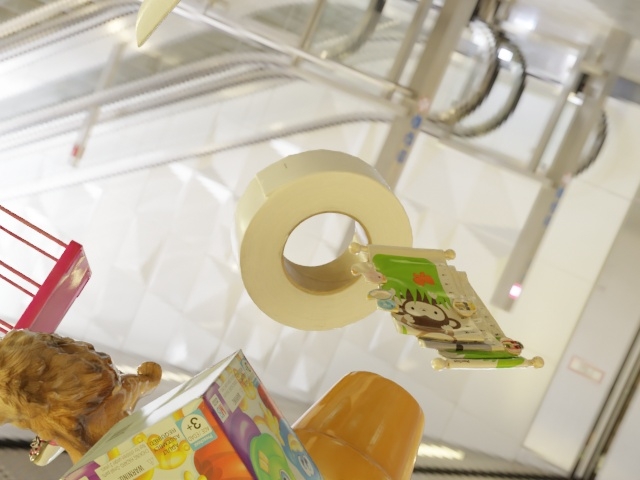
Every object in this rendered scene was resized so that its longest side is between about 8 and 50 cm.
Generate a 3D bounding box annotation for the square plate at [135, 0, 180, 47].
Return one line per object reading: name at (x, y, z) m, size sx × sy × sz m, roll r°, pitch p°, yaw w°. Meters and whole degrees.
square plate at (-0.126, -0.471, 1.468) m, size 0.049 × 0.344 × 0.347 m, roll 35°, pitch -134°, yaw -16°

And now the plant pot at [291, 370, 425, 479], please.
plant pot at (0.038, 0.277, 1.347) m, size 0.205 × 0.188 × 0.205 m, roll 22°, pitch 142°, yaw 18°

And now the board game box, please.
board game box at (-0.062, 0.254, 0.866) m, size 0.275 × 0.142 × 0.144 m, roll 58°, pitch -168°, yaw -4°

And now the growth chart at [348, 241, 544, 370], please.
growth chart at (0.140, 0.078, 1.264) m, size 0.171 × 0.021 × 0.237 m, roll -1°, pitch -141°, yaw -29°

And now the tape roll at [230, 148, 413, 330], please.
tape roll at (0.000, 0.000, 1.691) m, size 0.286 × 0.286 × 0.100 m, roll 21°, pitch -161°, yaw -22°

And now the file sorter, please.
file sorter at (-0.489, 0.105, 1.514) m, size 0.182 × 0.291 × 0.202 m, roll 30°, pitch 164°, yaw 0°

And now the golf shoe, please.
golf shoe at (-0.353, 0.272, 1.578) m, size 0.086 × 0.186 × 0.067 m, roll 47°, pitch 166°, yaw -18°

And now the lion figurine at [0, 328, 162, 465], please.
lion figurine at (-0.228, 0.264, 1.184) m, size 0.392 × 0.142 × 0.240 m, roll 55°, pitch -168°, yaw 10°
